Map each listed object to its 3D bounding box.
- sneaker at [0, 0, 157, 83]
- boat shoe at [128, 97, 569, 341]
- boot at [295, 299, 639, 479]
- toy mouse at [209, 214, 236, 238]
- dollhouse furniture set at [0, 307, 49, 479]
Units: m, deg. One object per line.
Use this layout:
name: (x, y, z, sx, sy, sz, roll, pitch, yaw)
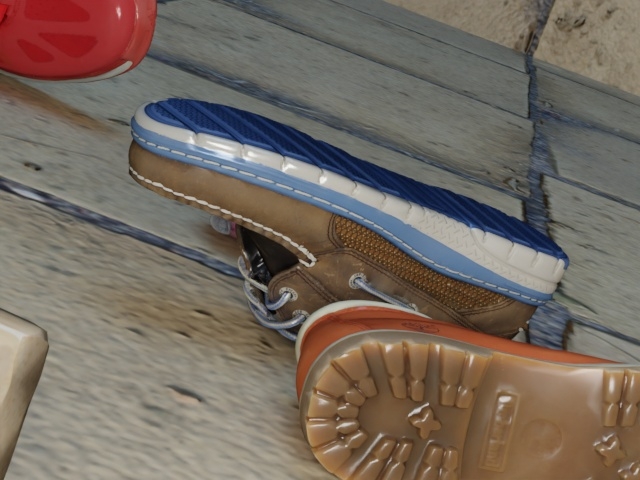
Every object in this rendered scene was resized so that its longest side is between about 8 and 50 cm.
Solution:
sneaker: (-0.199, -0.120, 0.910, 0.221, 0.087, 0.128, 12, 15, 26)
boat shoe: (0.007, 0.006, 0.658, 0.183, 0.066, 0.066, 20, 12, -30)
boot: (0.066, 0.053, 0.574, 0.158, 0.059, 0.084, 17, 7, -12)
toy mouse: (0.000, 0.000, 0.766, 0.161, 0.031, 0.143, 24, 12, 21)
dollhouse furniture set: (-0.106, -0.119, 0.210, 0.362, 0.394, 0.256, 22, 11, 9)
